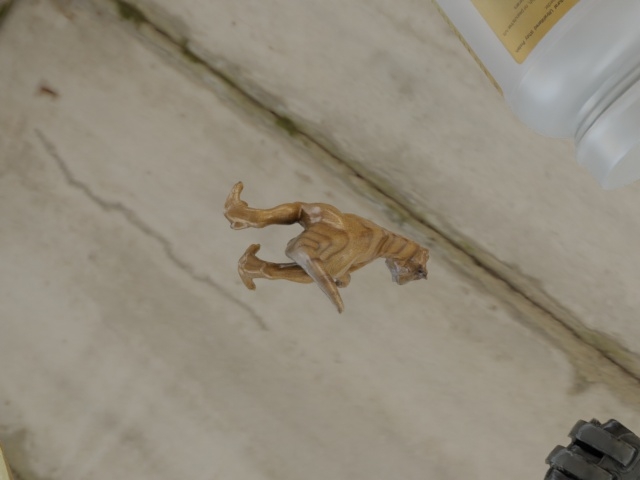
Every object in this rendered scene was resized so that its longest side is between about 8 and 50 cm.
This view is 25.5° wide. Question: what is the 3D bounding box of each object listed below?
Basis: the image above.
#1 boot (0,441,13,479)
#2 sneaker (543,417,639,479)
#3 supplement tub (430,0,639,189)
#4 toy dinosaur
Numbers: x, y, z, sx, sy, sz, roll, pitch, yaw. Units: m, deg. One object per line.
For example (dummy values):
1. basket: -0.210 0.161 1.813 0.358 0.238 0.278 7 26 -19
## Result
1. boot: -0.215 0.154 0.556 0.095 0.203 0.262 -8 -75 36
2. sneaker: 0.142 0.186 0.965 0.104 0.295 0.147 24 -77 63
3. supplement tub: 0.186 -0.217 1.008 0.228 0.228 0.316 -37 -103 13
4. toy dinosaur: 0.000 0.000 0.773 0.112 0.211 0.064 2 -87 23
